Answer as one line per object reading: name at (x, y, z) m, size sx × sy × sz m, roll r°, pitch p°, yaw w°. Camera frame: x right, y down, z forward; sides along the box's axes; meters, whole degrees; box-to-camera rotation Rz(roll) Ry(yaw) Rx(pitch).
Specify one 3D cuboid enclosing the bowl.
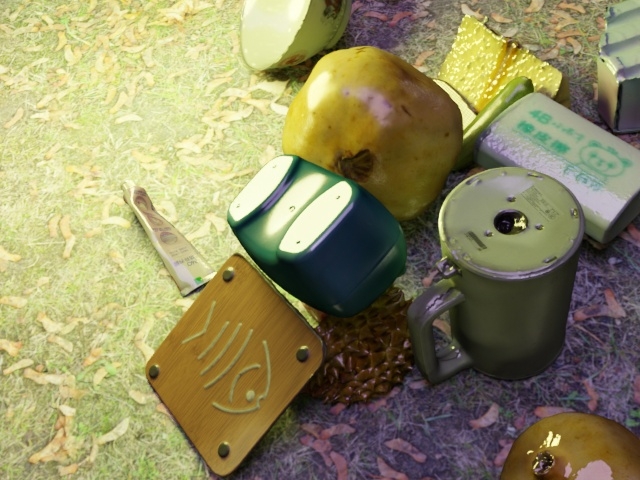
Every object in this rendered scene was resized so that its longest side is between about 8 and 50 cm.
bowl at (-0.033, -0.513, 1.901) m, size 0.158 × 0.337 × 0.337 m, roll 13°, pitch 46°, yaw -30°

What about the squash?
squash at (0.320, -0.213, 1.673) m, size 0.252 × 0.066 × 0.066 m, roll -47°, pitch 54°, yaw 14°

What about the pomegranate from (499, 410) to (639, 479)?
pomegranate at (0.364, 0.353, 1.201) m, size 0.233 × 0.233 × 0.233 m, roll -5°, pitch 53°, yaw 6°

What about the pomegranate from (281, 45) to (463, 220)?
pomegranate at (0.097, -0.192, 1.574) m, size 0.333 × 0.332 × 0.332 m, roll -5°, pitch 53°, yaw 6°

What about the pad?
pad at (-0.147, 0.200, 1.432) m, size 0.286 × 0.018 × 0.284 m, roll -52°, pitch 54°, yaw 9°

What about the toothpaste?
toothpaste at (-0.309, -0.017, 1.689) m, size 0.075 × 0.048 × 0.301 m, roll -17°, pitch 55°, yaw -38°

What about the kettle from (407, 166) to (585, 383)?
kettle at (0.278, 0.082, 1.343) m, size 0.205 × 0.318 × 0.265 m, roll 20°, pitch 61°, yaw 22°

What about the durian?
durian at (0.073, 0.176, 1.447) m, size 0.186 × 0.154 × 0.260 m, roll 36°, pitch 73°, yaw 3°

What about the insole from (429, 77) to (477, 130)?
insole at (0.271, -0.257, 1.766) m, size 0.086 × 0.005 × 0.253 m, roll -49°, pitch 58°, yaw 9°

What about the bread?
bread at (0.373, -0.318, 1.751) m, size 0.266 × 0.142 × 0.178 m, roll 45°, pitch 112°, yaw 31°

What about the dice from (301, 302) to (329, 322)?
dice at (0.011, 0.083, 1.530) m, size 0.094 × 0.091 × 0.093 m, roll -36°, pitch 56°, yaw -15°

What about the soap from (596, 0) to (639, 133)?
soap at (0.744, -0.382, 1.705) m, size 0.446 × 0.156 × 0.261 m, roll -20°, pitch 54°, yaw -6°

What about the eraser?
eraser at (0.443, -0.137, 1.555) m, size 0.290 × 0.104 × 0.189 m, roll 37°, pitch 61°, yaw 27°

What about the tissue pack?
tissue pack at (0.000, 0.000, 1.389) m, size 0.198 × 0.206 × 0.287 m, roll -48°, pitch 36°, yaw -11°
